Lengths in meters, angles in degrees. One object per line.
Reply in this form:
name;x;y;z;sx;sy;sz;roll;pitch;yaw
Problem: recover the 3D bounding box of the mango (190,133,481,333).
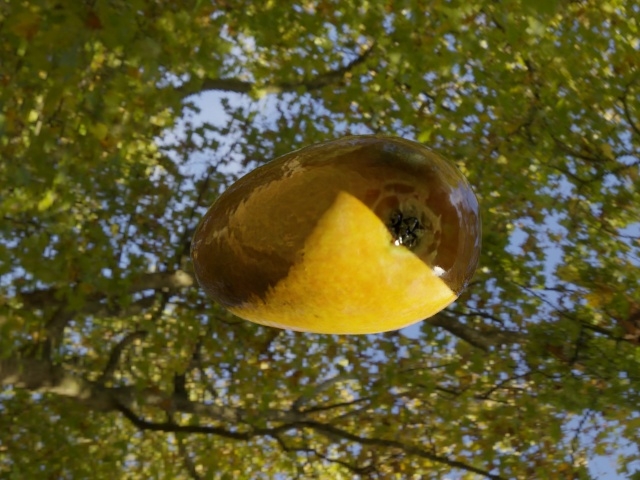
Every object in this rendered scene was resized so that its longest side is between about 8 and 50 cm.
mango;0.000;0.000;0.818;0.317;0.211;0.172;-9;-90;49
